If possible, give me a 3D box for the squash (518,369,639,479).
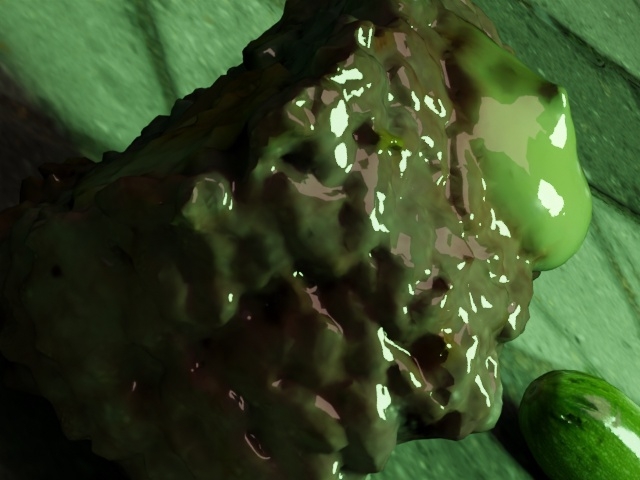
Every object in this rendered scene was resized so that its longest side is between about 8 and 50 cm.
[{"bbox_3d":[0.202,0.158,1.071,0.239,0.069,0.069,44,25,-16],"label":"squash"}]

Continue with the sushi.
[{"bbox_3d":[0.000,0.000,0.744,0.171,0.236,0.270,57,19,-8],"label":"sushi"}]
